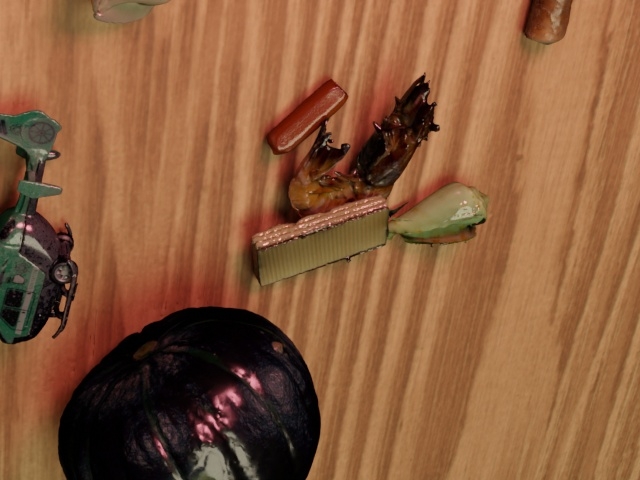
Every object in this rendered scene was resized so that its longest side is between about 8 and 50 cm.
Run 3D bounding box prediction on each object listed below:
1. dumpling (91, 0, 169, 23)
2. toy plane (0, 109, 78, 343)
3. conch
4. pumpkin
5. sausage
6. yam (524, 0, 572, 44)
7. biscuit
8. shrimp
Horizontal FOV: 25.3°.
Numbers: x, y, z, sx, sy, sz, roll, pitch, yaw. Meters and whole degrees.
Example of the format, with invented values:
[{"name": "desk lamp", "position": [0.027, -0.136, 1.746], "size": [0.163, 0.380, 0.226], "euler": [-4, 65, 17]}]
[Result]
[{"name": "dumpling", "position": [-0.196, -0.332, 1.696], "size": [0.181, 0.111, 0.155], "euler": [-14, 158, -12]}, {"name": "toy plane", "position": [-0.385, 0.002, 1.816], "size": [0.155, 0.106, 0.382], "euler": [8, 122, -20]}, {"name": "conch", "position": [0.175, -0.027, 2.128], "size": [0.170, 0.079, 0.106], "euler": [-18, 124, 2]}, {"name": "pumpkin", "position": [-0.177, 0.254, 1.928], "size": [0.363, 0.363, 0.266], "euler": [-32, 113, -7]}, {"name": "sausage", "position": [-0.019, -0.165, 1.938], "size": [0.131, 0.039, 0.041], "euler": [-42, 106, 0]}, {"name": "yam", "position": [0.347, -0.410, 1.968], "size": [0.066, 0.066, 0.300], "euler": [-1, 122, -29]}, {"name": "biscuit", "position": [0.000, 0.000, 2.028], "size": [0.199, 0.041, 0.121], "euler": [-18, 151, -9]}, {"name": "shrimp", "position": [0.047, -0.117, 1.968], "size": [0.178, 0.075, 0.289], "euler": [-5, 148, -33]}]
